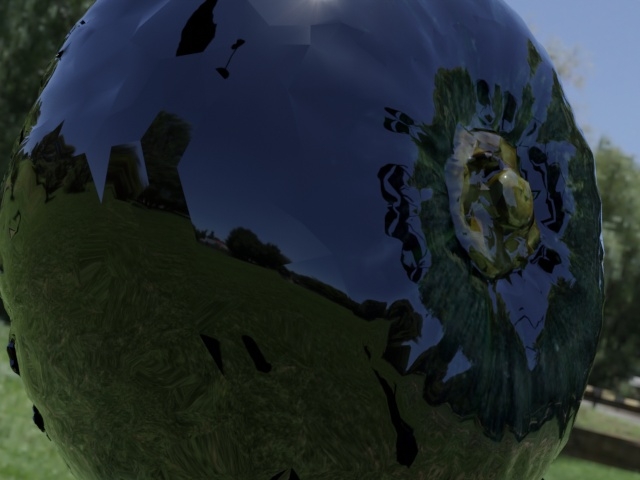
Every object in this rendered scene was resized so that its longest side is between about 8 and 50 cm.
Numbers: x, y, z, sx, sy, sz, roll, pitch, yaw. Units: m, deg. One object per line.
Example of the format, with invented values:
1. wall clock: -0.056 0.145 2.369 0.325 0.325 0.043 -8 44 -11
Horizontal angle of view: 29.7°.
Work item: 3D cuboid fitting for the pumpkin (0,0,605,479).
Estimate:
1. pumpkin: 0.000 0.000 0.420 0.233 0.233 0.163 19 -23 -40
